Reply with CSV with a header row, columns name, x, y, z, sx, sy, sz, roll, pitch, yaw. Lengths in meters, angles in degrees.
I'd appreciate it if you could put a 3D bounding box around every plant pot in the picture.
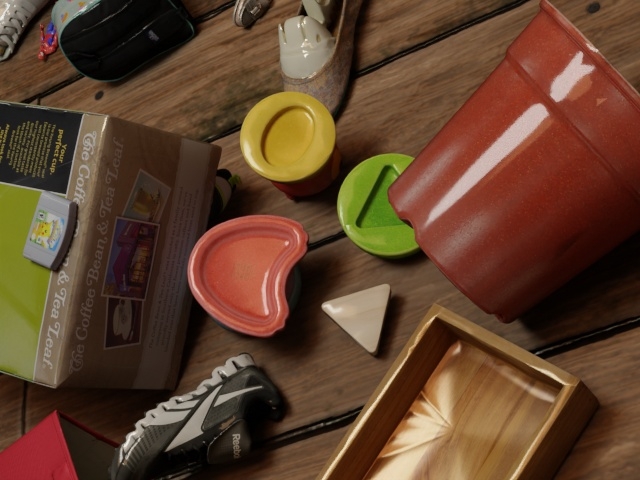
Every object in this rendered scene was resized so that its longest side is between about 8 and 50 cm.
name,x,y,z,sx,sy,sz,roll,pitch,yaw
plant pot,0.231,-0.070,1.306,0.265,0.272,0.272,-43,48,13

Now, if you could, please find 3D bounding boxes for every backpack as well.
name,x,y,z,sx,sy,sz,roll,pitch,yaw
backpack,-0.315,-0.342,1.867,0.188,0.166,0.144,-38,52,5

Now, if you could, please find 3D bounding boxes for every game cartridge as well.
name,x,y,z,sx,sy,sz,roll,pitch,yaw
game cartridge,-0.312,-0.011,1.412,0.056,0.017,0.083,20,95,28

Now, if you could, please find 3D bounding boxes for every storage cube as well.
name,x,y,z,sx,sy,sz,roll,pitch,yaw
storage cube,-0.300,0.351,1.418,0.193,0.184,0.215,-37,49,8

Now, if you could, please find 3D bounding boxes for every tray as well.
name,x,y,z,sx,sy,sz,roll,pitch,yaw
tray,0.095,0.286,1.281,0.203,0.076,0.411,28,78,41

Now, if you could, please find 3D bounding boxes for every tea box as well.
name,x,y,z,sx,sy,sz,roll,pitch,yaw
tea box,-0.339,0.002,1.572,0.324,0.220,0.329,12,90,36

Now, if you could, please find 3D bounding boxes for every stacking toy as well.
name,x,y,z,sx,sy,sz,roll,pitch,yaw
stacking toy,0.000,0.000,1.531,0.280,0.130,0.309,22,77,12

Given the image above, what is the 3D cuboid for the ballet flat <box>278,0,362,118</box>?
name,x,y,z,sx,sy,sz,roll,pitch,yaw
ballet flat,-0.007,-0.300,1.686,0.108,0.106,0.316,-4,61,31

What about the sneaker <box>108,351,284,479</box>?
name,x,y,z,sx,sy,sz,roll,pitch,yaw
sneaker,-0.135,0.225,1.421,0.106,0.078,0.234,34,53,31

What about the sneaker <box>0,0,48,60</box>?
name,x,y,z,sx,sy,sz,roll,pitch,yaw
sneaker,-0.543,-0.368,2.094,0.229,0.087,0.092,-38,55,16

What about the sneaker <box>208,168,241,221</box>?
name,x,y,z,sx,sy,sz,roll,pitch,yaw
sneaker,-0.207,-0.051,1.698,0.235,0.084,0.097,-7,25,34

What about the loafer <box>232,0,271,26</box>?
name,x,y,z,sx,sy,sz,roll,pitch,yaw
loafer,-0.086,-0.371,1.825,0.039,0.045,0.125,20,71,32

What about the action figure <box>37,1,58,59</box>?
name,x,y,z,sx,sy,sz,roll,pitch,yaw
action figure,-0.454,-0.354,2.058,0.038,0.030,0.115,2,65,28
